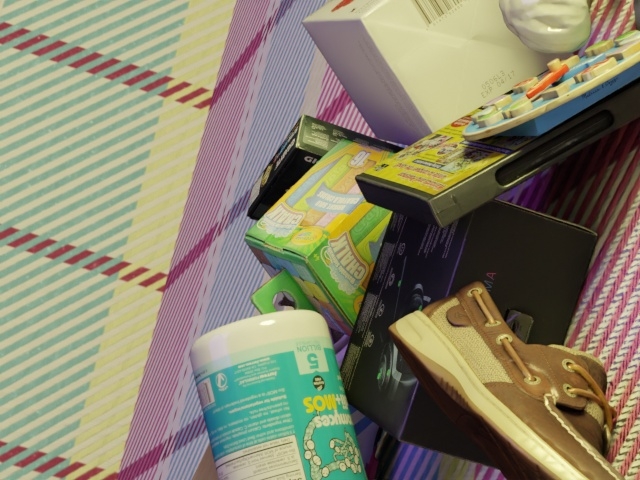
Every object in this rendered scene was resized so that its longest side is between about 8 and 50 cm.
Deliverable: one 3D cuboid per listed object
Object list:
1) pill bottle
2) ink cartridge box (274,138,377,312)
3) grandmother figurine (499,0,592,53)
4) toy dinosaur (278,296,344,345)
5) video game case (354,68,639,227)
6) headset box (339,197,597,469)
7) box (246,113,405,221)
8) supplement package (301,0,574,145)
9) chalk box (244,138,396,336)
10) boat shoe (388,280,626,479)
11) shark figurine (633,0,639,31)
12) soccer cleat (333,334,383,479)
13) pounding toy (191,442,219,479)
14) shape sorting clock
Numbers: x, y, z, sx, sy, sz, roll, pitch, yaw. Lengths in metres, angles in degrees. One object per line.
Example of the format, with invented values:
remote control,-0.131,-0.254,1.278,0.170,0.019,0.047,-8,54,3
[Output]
pill bottle,-0.034,0.212,1.785,0.146,0.146,0.264,138,119,-65
ink cartridge box,0.000,0.000,2.486,0.239,0.060,0.275,132,153,-77
grandmother figurine,0.236,-0.314,1.795,0.104,0.208,0.342,-25,37,28
toy dinosaur,0.038,0.114,2.176,0.313,0.121,0.160,-36,71,50
video game case,0.176,-0.096,1.690,0.248,0.035,0.275,-29,12,-8
headset box,0.138,0.077,1.753,0.283,0.131,0.246,-162,90,-76
box,0.045,-0.054,2.090,0.175,0.220,0.051,129,154,-55
supplement package,0.121,-0.221,1.961,0.177,0.175,0.293,-36,12,-7
chalk box,0.019,0.013,1.925,0.213,0.132,0.132,-46,32,-17
boat shoe,0.186,0.135,1.482,0.123,0.123,0.342,-35,35,-8
shark figurine,0.286,-0.304,1.657,0.116,0.278,0.166,-37,-24,-8
soccer cleat,0.012,0.208,2.044,0.116,0.143,0.331,-122,52,-81
pounding toy,-0.061,0.266,1.948,0.181,0.094,0.206,79,-147,-56
shape sorting clock,0.220,-0.145,1.614,0.206,0.040,0.206,-26,12,6
